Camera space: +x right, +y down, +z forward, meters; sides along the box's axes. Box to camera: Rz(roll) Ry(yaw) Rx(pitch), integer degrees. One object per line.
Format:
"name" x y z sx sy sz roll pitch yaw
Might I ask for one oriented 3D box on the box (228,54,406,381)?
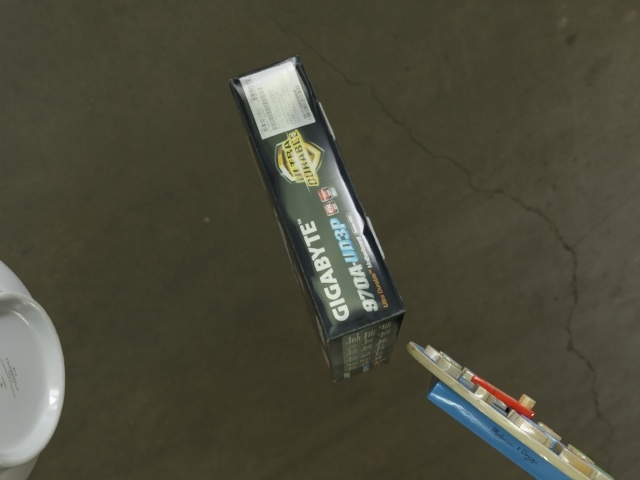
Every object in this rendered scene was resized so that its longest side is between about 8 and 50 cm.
"box" 0.000 0.000 0.557 0.051 0.175 0.220 -20 164 -4

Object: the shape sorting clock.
"shape sorting clock" 0.156 0.142 0.626 0.206 0.206 0.040 31 96 -44

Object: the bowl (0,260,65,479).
"bowl" -0.308 0.118 0.652 0.134 0.298 0.298 -8 138 13
